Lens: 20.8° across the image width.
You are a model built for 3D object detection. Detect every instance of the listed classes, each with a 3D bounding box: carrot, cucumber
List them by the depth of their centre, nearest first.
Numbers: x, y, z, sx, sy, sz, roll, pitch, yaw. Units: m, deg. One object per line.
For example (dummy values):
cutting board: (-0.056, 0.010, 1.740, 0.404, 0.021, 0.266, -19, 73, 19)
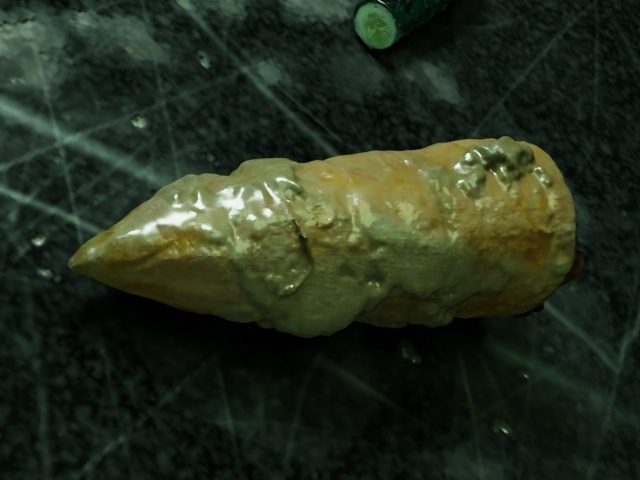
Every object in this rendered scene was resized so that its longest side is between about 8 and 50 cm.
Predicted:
carrot: (0.000, 0.000, 0.842, 0.263, 0.102, 0.102, -3, 59, -32)
cucumber: (0.064, -0.150, 1.043, 0.032, 0.032, 0.133, 47, 41, 4)
